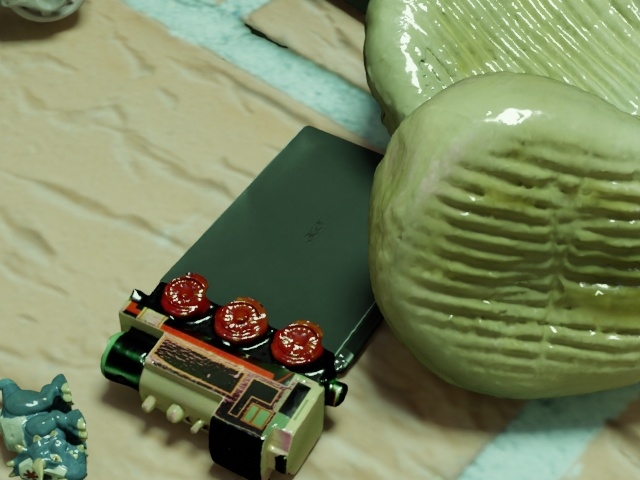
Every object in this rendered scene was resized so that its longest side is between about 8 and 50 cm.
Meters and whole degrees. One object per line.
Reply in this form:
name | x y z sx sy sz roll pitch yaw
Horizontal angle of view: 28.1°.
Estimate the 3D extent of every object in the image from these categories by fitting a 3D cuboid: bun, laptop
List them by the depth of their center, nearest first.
bun | 0.122 -0.006 0.707 0.193 0.178 0.128 8 24 -4
laptop | 0.000 0.000 0.803 0.129 0.016 0.180 24 47 19
bun | 0.131 -0.113 0.843 0.231 0.133 0.231 0 70 -1

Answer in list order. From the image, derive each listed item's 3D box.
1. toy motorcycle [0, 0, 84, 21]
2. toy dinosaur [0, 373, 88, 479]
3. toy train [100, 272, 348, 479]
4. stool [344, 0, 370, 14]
toy motorcycle | -0.291 -0.189 0.909 0.254 0.112 0.112 -12 47 -14
toy dinosaur | -0.151 0.101 0.679 0.047 0.030 0.083 -15 47 -21
toy train | -0.058 0.072 0.702 0.138 0.050 0.087 22 51 18
stool | 0.096 -0.273 0.995 0.232 0.141 0.232 2 45 -2
